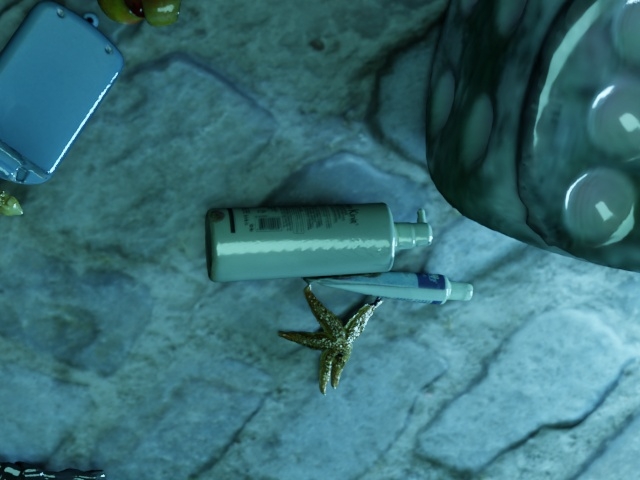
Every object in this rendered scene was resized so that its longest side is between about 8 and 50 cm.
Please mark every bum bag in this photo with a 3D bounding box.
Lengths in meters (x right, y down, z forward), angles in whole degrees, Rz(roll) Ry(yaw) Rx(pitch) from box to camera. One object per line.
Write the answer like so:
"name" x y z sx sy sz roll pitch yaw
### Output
"bum bag" -0.352 0.291 1.638 0.197 0.049 0.087 10 120 -17

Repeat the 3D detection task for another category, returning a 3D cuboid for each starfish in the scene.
"starfish" 0.023 0.107 1.658 0.130 0.041 0.133 -34 109 -1

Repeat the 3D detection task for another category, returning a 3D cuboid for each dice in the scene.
"dice" 0.316 -0.162 1.477 0.330 0.348 0.328 10 105 -12

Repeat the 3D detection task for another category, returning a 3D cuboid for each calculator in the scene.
"calculator" -0.298 -0.161 1.488 0.121 0.039 0.210 37 72 -23

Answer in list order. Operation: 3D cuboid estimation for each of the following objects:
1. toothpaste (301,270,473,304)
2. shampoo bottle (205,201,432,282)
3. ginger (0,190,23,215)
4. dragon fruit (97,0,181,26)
"toothpaste" 0.080 0.053 1.648 0.216 0.062 0.037 5 92 -16
"shampoo bottle" 0.000 0.000 1.599 0.262 0.085 0.085 -3 106 -10
"ginger" -0.424 -0.068 1.492 0.216 0.102 0.157 22 74 -11
"dragon fruit" -0.248 -0.370 1.383 0.243 0.227 0.307 7 125 -4
